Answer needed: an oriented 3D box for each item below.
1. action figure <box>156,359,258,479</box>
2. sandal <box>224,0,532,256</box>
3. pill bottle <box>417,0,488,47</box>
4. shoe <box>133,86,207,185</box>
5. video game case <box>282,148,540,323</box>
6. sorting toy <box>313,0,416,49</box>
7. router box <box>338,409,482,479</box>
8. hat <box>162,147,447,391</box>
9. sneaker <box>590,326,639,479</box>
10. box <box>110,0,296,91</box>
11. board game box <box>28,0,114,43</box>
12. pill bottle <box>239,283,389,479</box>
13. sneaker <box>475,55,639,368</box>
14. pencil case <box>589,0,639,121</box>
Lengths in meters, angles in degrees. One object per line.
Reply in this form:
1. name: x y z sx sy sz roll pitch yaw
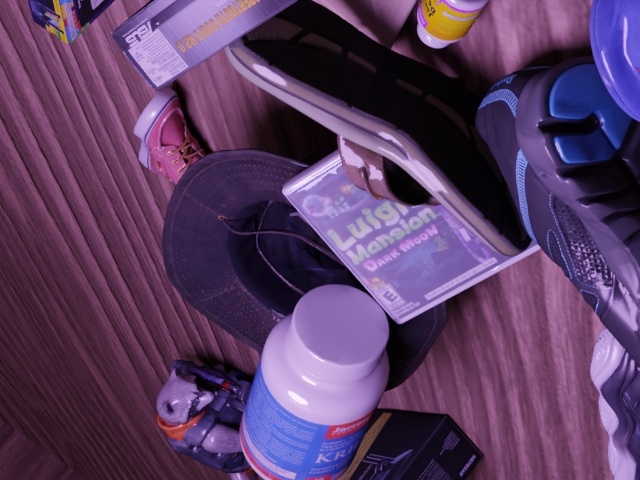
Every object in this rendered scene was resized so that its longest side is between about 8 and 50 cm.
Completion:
1. action figure: -0.105 0.303 2.152 0.330 0.178 0.341 43 161 -29
2. sandal: 0.049 -0.090 1.188 0.303 0.120 0.086 34 135 -8
3. pill bottle: 0.099 -0.177 1.116 0.043 0.043 0.083 40 157 3
4. shoe: -0.156 -0.105 1.632 0.081 0.063 0.178 37 162 5
5. video game case: 0.090 -0.028 1.297 0.190 0.022 0.173 -31 110 30
6. sorting toy: 0.001 -0.246 1.165 0.193 0.038 0.208 40 153 3
7. router box: 0.026 0.350 1.842 0.081 0.309 0.243 49 157 -19
8. hat: 0.000 0.000 1.482 0.331 0.134 0.331 19 141 16
9. sneaker: 0.336 0.176 1.305 0.153 0.101 0.268 23 149 42
10. box: -0.022 -0.206 1.018 0.056 0.183 0.231 52 143 -12
11. board game box: -0.201 -0.274 1.286 0.048 0.141 0.170 33 156 14
12. pill bottle: -0.003 0.141 1.428 0.124 0.124 0.221 35 145 13
13. sneaker: 0.245 0.003 1.145 0.341 0.125 0.139 58 163 -17
14. pencil case: 0.299 -0.113 0.819 0.306 0.119 0.133 10 145 51
